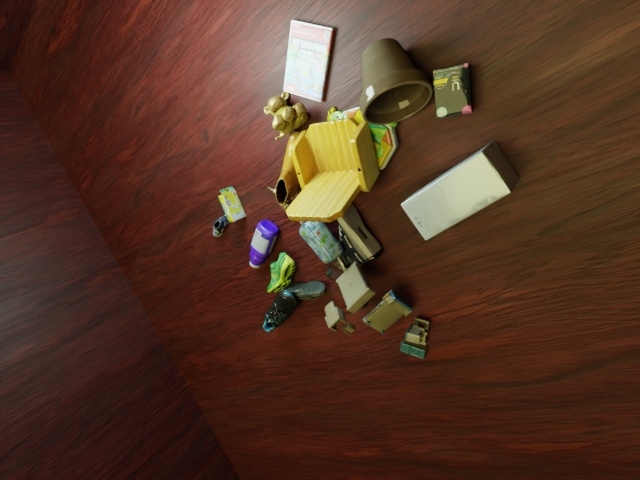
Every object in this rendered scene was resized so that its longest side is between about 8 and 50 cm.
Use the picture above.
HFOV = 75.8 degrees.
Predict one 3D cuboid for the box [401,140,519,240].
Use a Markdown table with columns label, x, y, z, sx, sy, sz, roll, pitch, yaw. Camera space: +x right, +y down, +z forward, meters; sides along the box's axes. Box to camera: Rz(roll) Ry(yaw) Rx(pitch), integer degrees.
| label | x | y | z | sx | sy | sz | roll | pitch | yaw |
| --- | --- | --- | --- | --- | --- | --- | --- | --- | --- |
| box | 0.503 | -0.178 | 1.488 | 0.345 | 0.215 | 0.168 | -35 | 89 | 39 |

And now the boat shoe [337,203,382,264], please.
| label | x | y | z | sx | sy | sz | roll | pitch | yaw |
| --- | --- | --- | --- | --- | --- | --- | --- | --- | --- |
| boat shoe | 0.120 | -0.035 | 1.866 | 0.158 | 0.127 | 0.341 | -35 | 88 | 45 |

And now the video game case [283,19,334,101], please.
| label | x | y | z | sx | sy | sz | roll | pitch | yaw |
| --- | --- | --- | --- | --- | --- | --- | --- | --- | --- |
| video game case | -0.054 | -0.753 | 1.728 | 0.203 | 0.025 | 0.286 | 24 | 122 | 23 |

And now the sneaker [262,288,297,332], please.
| label | x | y | z | sx | sy | sz | roll | pitch | yaw |
| --- | --- | --- | --- | --- | --- | --- | --- | --- | --- |
| sneaker | -0.225 | 0.394 | 2.239 | 0.125 | 0.139 | 0.341 | 38 | 140 | 13 |

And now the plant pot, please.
| label | x | y | z | sx | sy | sz | roll | pitch | yaw |
| --- | --- | --- | --- | --- | --- | --- | --- | --- | --- |
| plant pot | 0.247 | -0.583 | 1.480 | 0.263 | 0.263 | 0.230 | -25 | 71 | 39 |

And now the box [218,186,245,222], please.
| label | x | y | z | sx | sy | sz | roll | pitch | yaw |
| --- | --- | --- | --- | --- | --- | --- | --- | --- | --- |
| box | -0.480 | -0.195 | 2.211 | 0.043 | 0.105 | 0.179 | -12 | 103 | 36 |

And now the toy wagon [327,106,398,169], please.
| label | x | y | z | sx | sy | sz | roll | pitch | yaw |
| --- | --- | --- | --- | --- | --- | --- | --- | --- | --- |
| toy wagon | 0.153 | -0.435 | 1.702 | 0.344 | 0.068 | 0.267 | 38 | 126 | 14 |

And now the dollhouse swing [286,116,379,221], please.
| label | x | y | z | sx | sy | sz | roll | pitch | yaw |
| --- | --- | --- | --- | --- | --- | --- | --- | --- | --- |
| dollhouse swing | -0.001 | -0.281 | 1.647 | 0.346 | 0.305 | 0.316 | 5 | 122 | 41 |

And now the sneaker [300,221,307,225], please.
| label | x | y | z | sx | sy | sz | roll | pitch | yaw |
| --- | --- | --- | --- | --- | --- | --- | --- | --- | --- |
| sneaker | -0.051 | -0.166 | 1.953 | 0.095 | 0.105 | 0.237 | -3 | 138 | -8 |

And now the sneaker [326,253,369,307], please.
| label | x | y | z | sx | sy | sz | roll | pitch | yaw |
| --- | --- | --- | --- | --- | --- | --- | --- | --- | --- |
| sneaker | 0.123 | 0.202 | 1.998 | 0.162 | 0.106 | 0.282 | -25 | 87 | 46 |

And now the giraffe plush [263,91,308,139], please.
| label | x | y | z | sx | sy | sz | roll | pitch | yaw |
| --- | --- | --- | --- | --- | --- | --- | --- | --- | --- |
| giraffe plush | -0.167 | -0.571 | 1.822 | 0.171 | 0.181 | 0.210 | 61 | 164 | 9 |

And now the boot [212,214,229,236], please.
| label | x | y | z | sx | sy | sz | roll | pitch | yaw |
| --- | --- | --- | --- | --- | --- | --- | --- | --- | --- |
| boot | -0.590 | -0.076 | 2.349 | 0.069 | 0.086 | 0.190 | 48 | 128 | 7 |

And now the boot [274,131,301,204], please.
| label | x | y | z | sx | sy | sz | roll | pitch | yaw |
| --- | --- | --- | --- | --- | --- | --- | --- | --- | --- |
| boot | -0.134 | -0.321 | 1.846 | 0.104 | 0.211 | 0.295 | 12 | 121 | 11 |

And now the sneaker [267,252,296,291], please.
| label | x | y | z | sx | sy | sz | roll | pitch | yaw |
| --- | --- | --- | --- | --- | --- | --- | --- | --- | --- |
| sneaker | -0.216 | 0.177 | 2.217 | 0.124 | 0.109 | 0.296 | 60 | 137 | 31 |

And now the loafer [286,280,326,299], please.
| label | x | y | z | sx | sy | sz | roll | pitch | yaw |
| --- | --- | --- | --- | --- | --- | --- | --- | --- | --- |
| loafer | -0.063 | 0.270 | 2.160 | 0.267 | 0.096 | 0.084 | -4 | 127 | 42 |

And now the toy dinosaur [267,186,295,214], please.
| label | x | y | z | sx | sy | sz | roll | pitch | yaw |
| --- | --- | --- | --- | --- | --- | --- | --- | --- | --- |
| toy dinosaur | -0.194 | -0.204 | 2.041 | 0.112 | 0.064 | 0.212 | -35 | 89 | 40 |

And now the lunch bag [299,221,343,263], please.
| label | x | y | z | sx | sy | sz | roll | pitch | yaw |
| --- | --- | --- | --- | --- | --- | --- | --- | --- | --- |
| lunch bag | 0.000 | 0.000 | 1.907 | 0.219 | 0.090 | 0.176 | 50 | 159 | 1 |

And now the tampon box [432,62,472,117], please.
| label | x | y | z | sx | sy | sz | roll | pitch | yaw |
| --- | --- | --- | --- | --- | --- | --- | --- | --- | --- |
| tampon box | 0.460 | -0.518 | 1.426 | 0.120 | 0.101 | 0.161 | -4 | 108 | 23 |

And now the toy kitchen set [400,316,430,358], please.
| label | x | y | z | sx | sy | sz | roll | pitch | yaw |
| --- | --- | --- | --- | --- | --- | --- | --- | --- | --- |
| toy kitchen set | 0.409 | 0.461 | 1.865 | 0.122 | 0.166 | 0.207 | 14 | 117 | 28 |

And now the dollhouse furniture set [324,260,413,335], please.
| label | x | y | z | sx | sy | sz | roll | pitch | yaw |
| --- | --- | --- | --- | --- | --- | --- | --- | --- | --- |
| dollhouse furniture set | 0.213 | 0.295 | 1.874 | 0.303 | 0.198 | 0.286 | 32 | 111 | -29 |

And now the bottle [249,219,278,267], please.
| label | x | y | z | sx | sy | sz | roll | pitch | yaw |
| --- | --- | --- | --- | --- | --- | --- | --- | --- | --- |
| bottle | -0.315 | 0.027 | 2.206 | 0.118 | 0.092 | 0.283 | 36 | 126 | 17 |
